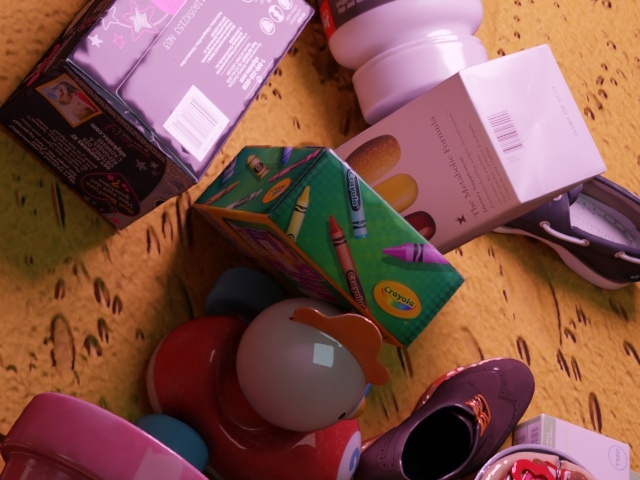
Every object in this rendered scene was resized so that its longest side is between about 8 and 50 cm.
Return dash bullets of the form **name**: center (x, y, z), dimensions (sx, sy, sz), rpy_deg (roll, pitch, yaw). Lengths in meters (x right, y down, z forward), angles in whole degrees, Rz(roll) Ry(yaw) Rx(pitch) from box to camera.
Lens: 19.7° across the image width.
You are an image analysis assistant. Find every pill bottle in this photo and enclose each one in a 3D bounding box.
- **pill bottle**: center (0.071, -0.269, 1.868), dimensions (0.161, 0.161, 0.283), rpy_deg (-5, 74, -39)

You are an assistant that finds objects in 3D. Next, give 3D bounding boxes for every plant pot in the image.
- **plant pot**: center (-0.189, 0.246, 1.434), dimensions (0.201, 0.201, 0.180), rpy_deg (41, 66, -16)

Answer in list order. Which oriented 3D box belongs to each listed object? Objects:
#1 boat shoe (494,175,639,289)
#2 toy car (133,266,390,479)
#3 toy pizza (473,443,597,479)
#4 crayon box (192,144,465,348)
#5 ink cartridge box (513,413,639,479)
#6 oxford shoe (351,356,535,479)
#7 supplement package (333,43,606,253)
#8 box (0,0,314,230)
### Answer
- **boat shoe**: center (0.249, -0.048, 1.954), dimensions (0.302, 0.091, 0.114), rpy_deg (24, 57, -28)
- **toy car**: center (-0.015, 0.129, 1.575), dimensions (0.210, 0.238, 0.219), rpy_deg (42, 51, -16)
- **toy pizza**: center (0.223, 0.289, 1.756), dimensions (0.201, 0.032, 0.201), rpy_deg (15, 61, -29)
- **crayon box**: center (0.000, 0.000, 1.620), dimensions (0.165, 0.278, 0.081), rpy_deg (43, 81, -15)
- **ink cartridge box**: center (0.295, 0.291, 1.867), dimensions (0.235, 0.056, 0.171), rpy_deg (21, 58, -27)
- **oxford shoe**: center (0.135, 0.183, 1.759), dimensions (0.271, 0.098, 0.097), rpy_deg (-33, 92, -41)
- **supplement package**: center (0.125, -0.067, 1.765), dimensions (0.134, 0.244, 0.139), rpy_deg (-20, 83, -42)
- **box**: center (-0.146, -0.158, 1.667), dimensions (0.163, 0.142, 0.247), rpy_deg (44, 52, -16)
